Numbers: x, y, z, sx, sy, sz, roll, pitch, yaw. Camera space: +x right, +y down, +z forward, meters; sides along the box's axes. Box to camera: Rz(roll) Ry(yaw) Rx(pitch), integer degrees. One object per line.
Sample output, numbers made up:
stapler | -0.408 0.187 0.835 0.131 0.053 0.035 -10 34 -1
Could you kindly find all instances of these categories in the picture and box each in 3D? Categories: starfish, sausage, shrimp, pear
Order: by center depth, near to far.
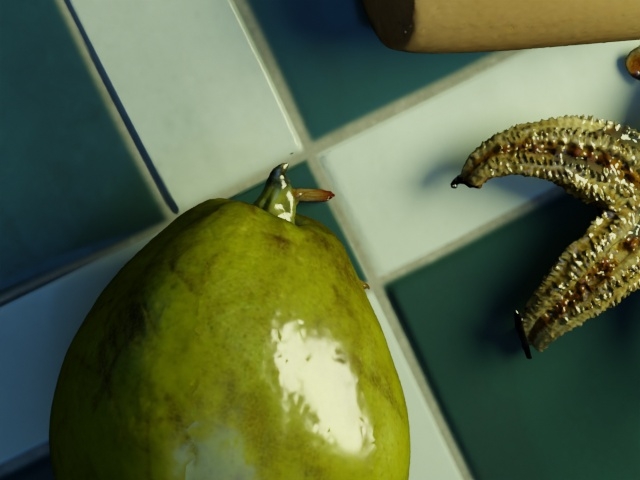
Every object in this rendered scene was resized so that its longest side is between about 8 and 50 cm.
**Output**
pear | -0.066 0.122 1.428 0.287 0.287 0.375 10 92 -11
sausage | 0.155 -0.211 1.442 0.253 0.123 0.123 -6 106 -6
starfish | 0.281 -0.009 1.526 0.303 0.113 0.312 -42 98 1
shrimp | 0.000 0.000 1.526 0.114 0.023 0.083 25 97 -10
